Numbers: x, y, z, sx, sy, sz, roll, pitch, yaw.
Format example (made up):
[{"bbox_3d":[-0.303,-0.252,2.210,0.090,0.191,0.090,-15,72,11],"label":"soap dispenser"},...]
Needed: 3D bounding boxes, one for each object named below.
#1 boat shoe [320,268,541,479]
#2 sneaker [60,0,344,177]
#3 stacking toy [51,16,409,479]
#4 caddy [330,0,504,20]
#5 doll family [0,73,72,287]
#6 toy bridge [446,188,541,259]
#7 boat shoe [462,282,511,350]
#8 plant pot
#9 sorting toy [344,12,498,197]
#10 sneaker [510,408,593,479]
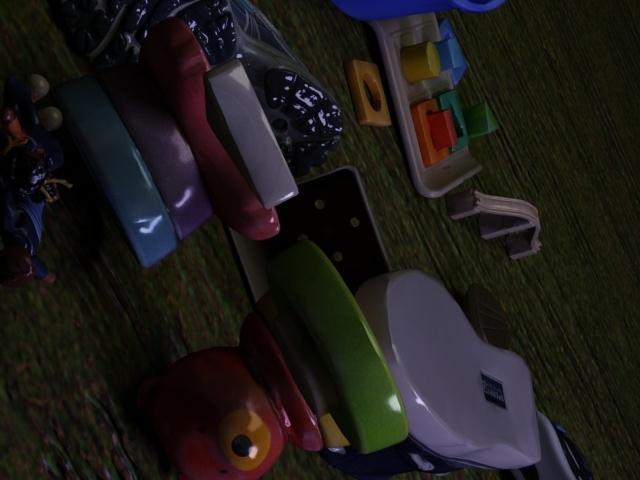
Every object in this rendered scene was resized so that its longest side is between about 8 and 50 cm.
[{"bbox_3d":[0.048,0.120,1.343,0.340,0.158,0.127,40,41,-59],"label":"boat shoe"},{"bbox_3d":[-0.103,-0.156,1.305,0.283,0.110,0.122,45,10,-39],"label":"sneaker"},{"bbox_3d":[-0.075,0.027,1.096,0.309,0.130,0.279,64,-8,-8],"label":"stacking toy"},{"bbox_3d":[0.080,-0.365,1.658,0.341,0.179,0.241,59,41,-29],"label":"caddy"},{"bbox_3d":[-0.192,-0.056,1.037,0.193,0.076,0.111,53,11,-30],"label":"doll family"},{"bbox_3d":[0.200,-0.020,1.901,0.188,0.063,0.026,28,50,-58],"label":"toy bridge"},{"bbox_3d":[0.159,0.115,1.761,0.056,0.048,0.153,21,49,-47],"label":"boat shoe"},{"bbox_3d":[0.000,0.000,1.403,0.096,0.109,0.109,-48,119,-75],"label":"plant pot"},{"bbox_3d":[0.117,-0.151,1.822,0.347,0.047,0.196,-30,103,-66],"label":"sorting toy"},{"bbox_3d":[0.252,0.273,1.782,0.121,0.079,0.217,30,39,-59],"label":"sneaker"}]
